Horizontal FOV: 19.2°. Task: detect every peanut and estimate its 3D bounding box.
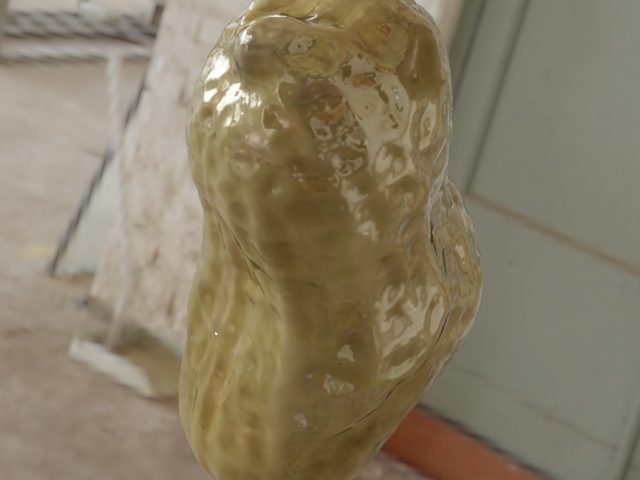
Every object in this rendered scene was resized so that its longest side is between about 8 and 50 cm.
[{"bbox_3d":[0.006,-0.001,0.936,0.143,0.291,0.159,32,45,31],"label":"peanut"}]
